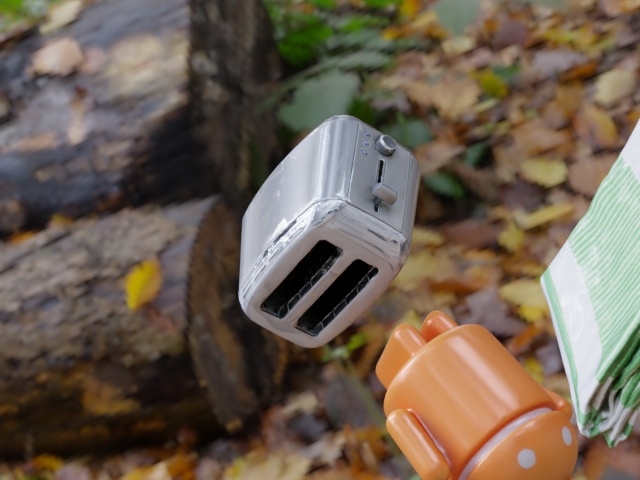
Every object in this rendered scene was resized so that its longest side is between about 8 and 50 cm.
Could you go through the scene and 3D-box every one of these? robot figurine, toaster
[{"bbox_3d":[0.146,0.163,1.486,0.128,0.219,0.158,-45,-27,8],"label":"robot figurine"},{"bbox_3d":[0.000,0.000,1.588,0.227,0.129,0.146,-46,24,33],"label":"toaster"}]

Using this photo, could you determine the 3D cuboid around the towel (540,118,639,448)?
[{"bbox_3d":[0.242,-0.050,1.118,0.248,0.038,0.325,-88,20,-65],"label":"towel"}]
